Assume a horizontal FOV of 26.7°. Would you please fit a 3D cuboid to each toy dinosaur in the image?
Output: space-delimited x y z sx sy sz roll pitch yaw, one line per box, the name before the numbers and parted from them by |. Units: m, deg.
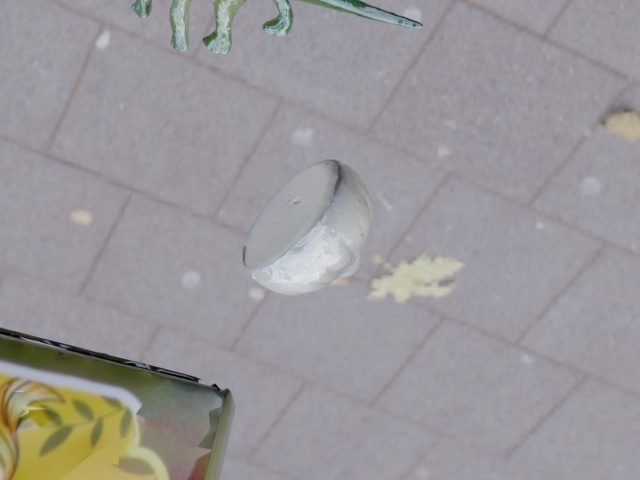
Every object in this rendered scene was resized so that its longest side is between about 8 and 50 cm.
toy dinosaur | -0.104 -0.326 1.299 0.446 0.087 0.301 3 130 -7

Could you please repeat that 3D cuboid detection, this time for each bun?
bun | 0.000 0.000 1.253 0.138 0.138 0.094 -34 114 31

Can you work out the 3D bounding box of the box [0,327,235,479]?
box | -0.281 0.202 0.605 0.420 0.373 0.138 15 160 -6
